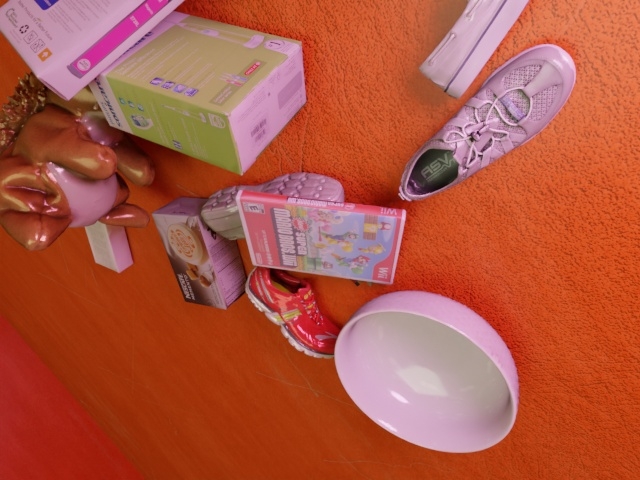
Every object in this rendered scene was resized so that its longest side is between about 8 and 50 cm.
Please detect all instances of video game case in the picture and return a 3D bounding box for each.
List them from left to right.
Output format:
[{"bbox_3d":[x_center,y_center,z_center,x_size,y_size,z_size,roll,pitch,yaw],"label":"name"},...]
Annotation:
[{"bbox_3d":[0.000,0.000,0.800,0.285,0.025,0.204,7,143,7],"label":"video game case"}]

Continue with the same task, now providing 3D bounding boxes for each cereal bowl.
[{"bbox_3d":[0.205,0.231,0.838,0.339,0.141,0.338,16,127,23],"label":"cereal bowl"}]

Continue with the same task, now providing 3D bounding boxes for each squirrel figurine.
[{"bbox_3d":[-0.511,-0.237,0.873,0.397,0.281,0.370,31,112,23],"label":"squirrel figurine"}]

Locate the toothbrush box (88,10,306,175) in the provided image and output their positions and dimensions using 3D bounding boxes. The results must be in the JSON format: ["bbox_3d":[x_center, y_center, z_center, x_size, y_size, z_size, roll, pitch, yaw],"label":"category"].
[{"bbox_3d":[-0.196,-0.253,0.715,0.283,0.206,0.122,22,147,17],"label":"toothbrush box"}]

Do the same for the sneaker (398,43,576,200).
[{"bbox_3d":[0.220,-0.138,0.606,0.105,0.115,0.281,44,132,0],"label":"sneaker"}]

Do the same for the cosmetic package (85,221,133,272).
[{"bbox_3d":[-0.601,-0.031,1.222,0.099,0.060,0.238,20,128,22],"label":"cosmetic package"}]

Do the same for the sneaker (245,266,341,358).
[{"bbox_3d":[-0.045,0.151,0.971,0.279,0.107,0.118,38,122,2],"label":"sneaker"}]

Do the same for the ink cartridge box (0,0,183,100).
[{"bbox_3d":[-0.300,-0.392,0.654,0.176,0.371,0.069,46,178,21],"label":"ink cartridge box"}]

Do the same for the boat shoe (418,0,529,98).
[{"bbox_3d":[0.207,-0.298,0.526,0.084,0.095,0.258,33,130,4],"label":"boat shoe"}]

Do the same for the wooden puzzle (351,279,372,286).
[{"bbox_3d":[0.074,0.065,0.901,0.083,0.006,0.049,45,132,0],"label":"wooden puzzle"}]

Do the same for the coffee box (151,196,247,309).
[{"bbox_3d":[-0.278,0.029,1.034,0.141,0.098,0.246,6,122,29],"label":"coffee box"}]

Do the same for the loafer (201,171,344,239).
[{"bbox_3d":[-0.091,-0.058,0.868,0.320,0.112,0.111,-3,136,31],"label":"loafer"}]
